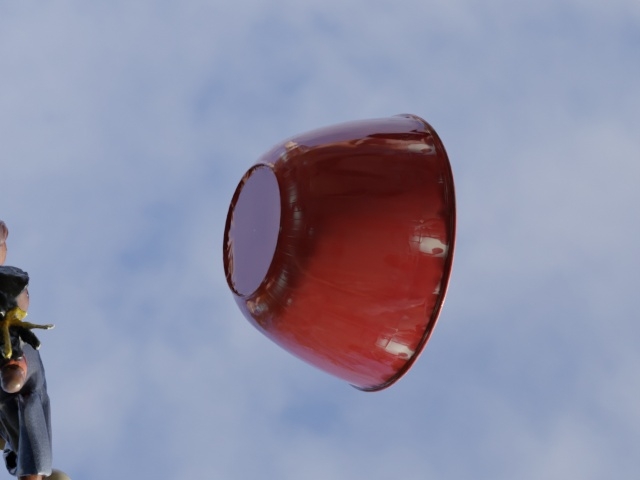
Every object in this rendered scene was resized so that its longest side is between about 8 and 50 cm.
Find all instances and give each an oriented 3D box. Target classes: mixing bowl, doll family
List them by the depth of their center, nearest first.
[{"bbox_3d":[-0.132,0.042,0.713,0.076,0.193,0.111,-9,-76,-20],"label":"doll family"},{"bbox_3d":[0.000,0.000,1.235,0.181,0.098,0.181,-32,-127,57],"label":"mixing bowl"}]
